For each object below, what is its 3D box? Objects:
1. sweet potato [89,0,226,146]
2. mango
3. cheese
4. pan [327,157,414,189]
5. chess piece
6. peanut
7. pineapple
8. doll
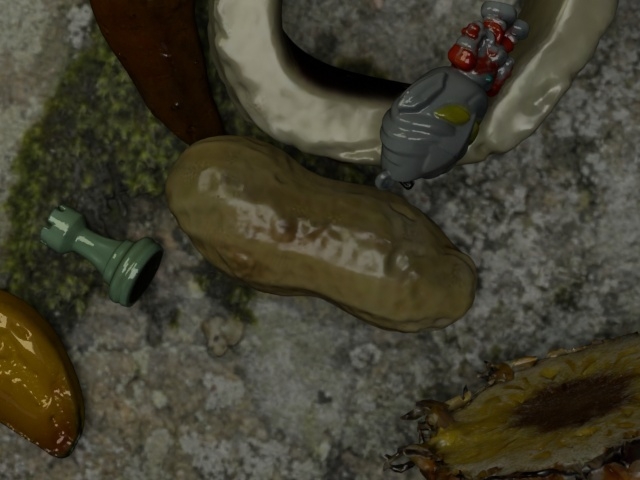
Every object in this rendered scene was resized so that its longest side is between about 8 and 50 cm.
[{"bbox_3d":[-0.158,-0.244,1.673,0.112,0.112,0.359,-8,115,5],"label":"sweet potato"},{"bbox_3d":[-0.279,0.117,1.745,0.101,0.066,0.187,-39,98,-1],"label":"mango"},{"bbox_3d":[0.074,-0.203,1.623,0.332,0.153,0.292,12,96,-6],"label":"cheese"},{"bbox_3d":[0.041,-0.087,1.720,0.115,0.023,0.068,42,96,-1],"label":"pan"},{"bbox_3d":[-0.201,0.009,1.731,0.103,0.067,0.067,30,98,10],"label":"chess piece"},{"bbox_3d":[0.000,0.000,1.681,0.290,0.130,0.130,21,97,1],"label":"peanut"},{"bbox_3d":[0.239,0.254,1.605,0.352,0.352,0.300,-10,106,5],"label":"pineapple"},{"bbox_3d":[0.102,-0.112,1.526,0.079,0.094,0.180,34,86,40],"label":"doll"}]
